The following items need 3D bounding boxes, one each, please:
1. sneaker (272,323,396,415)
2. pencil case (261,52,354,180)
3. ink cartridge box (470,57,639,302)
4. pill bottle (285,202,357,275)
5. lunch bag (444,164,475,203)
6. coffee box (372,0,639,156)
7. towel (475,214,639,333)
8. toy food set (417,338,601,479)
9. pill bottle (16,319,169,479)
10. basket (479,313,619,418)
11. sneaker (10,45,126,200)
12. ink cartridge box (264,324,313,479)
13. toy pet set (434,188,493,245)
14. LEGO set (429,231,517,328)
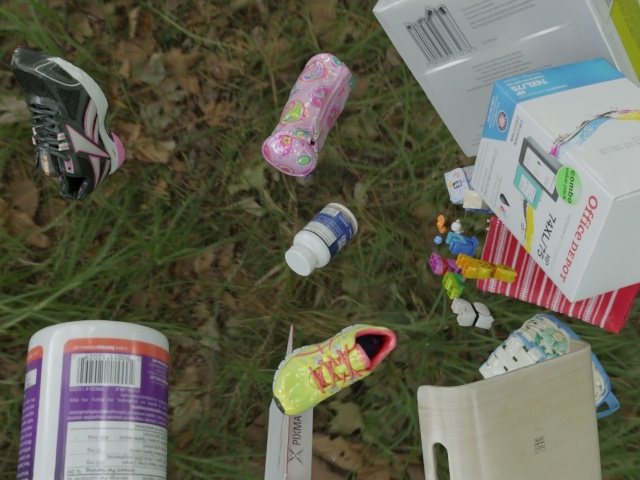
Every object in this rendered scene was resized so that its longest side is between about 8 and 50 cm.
[{"bbox_3d":[0.023,0.171,1.096,0.208,0.094,0.082,-32,97,-34],"label":"sneaker"},{"bbox_3d":[-0.019,-0.260,1.629,0.124,0.124,0.284,16,52,9],"label":"pencil case"},{"bbox_3d":[0.378,-0.091,1.109,0.197,0.198,0.270,-15,47,-18],"label":"ink cartridge box"},{"bbox_3d":[0.000,0.000,1.240,0.067,0.067,0.120,38,56,11],"label":"pill bottle"},{"bbox_3d":[0.312,-0.118,1.679,0.083,0.053,0.071,-10,73,-3],"label":"lunch bag"},{"bbox_3d":[0.358,-0.402,1.342,0.337,0.338,0.334,-9,41,44],"label":"coffee box"},{"bbox_3d":[0.419,0.062,1.396,0.274,0.199,0.031,18,52,14],"label":"towel"},{"bbox_3d":[0.267,0.272,1.085,0.306,0.092,0.220,-9,96,-32],"label":"toy food set"},{"bbox_3d":[-0.168,0.166,0.586,0.108,0.108,0.194,-6,68,7],"label":"pill bottle"},{"bbox_3d":[0.499,0.286,1.675,0.255,0.289,0.201,51,118,24],"label":"basket"},{"bbox_3d":[-0.237,-0.098,0.732,0.071,0.178,0.077,14,62,20],"label":"sneaker"},{"bbox_3d":[-0.046,0.339,1.336,0.066,0.261,0.296,9,43,-8],"label":"ink cartridge box"},{"bbox_3d":[0.295,-0.042,1.519,0.122,0.065,0.114,8,90,37],"label":"toy pet set"},{"bbox_3d":[0.254,0.056,1.270,0.093,0.227,0.087,14,112,-10],"label":"LEGO set"}]
